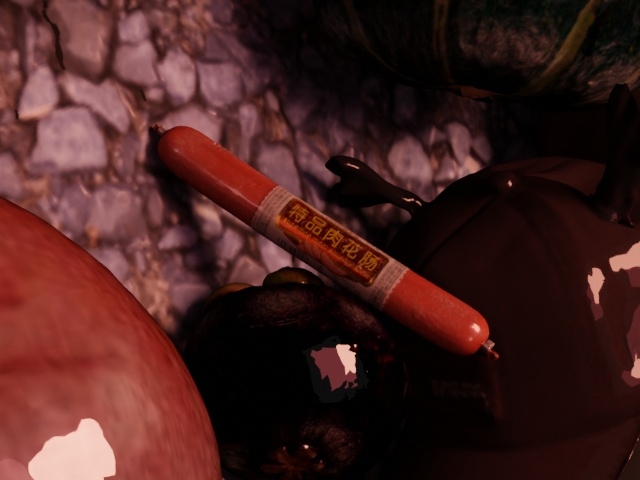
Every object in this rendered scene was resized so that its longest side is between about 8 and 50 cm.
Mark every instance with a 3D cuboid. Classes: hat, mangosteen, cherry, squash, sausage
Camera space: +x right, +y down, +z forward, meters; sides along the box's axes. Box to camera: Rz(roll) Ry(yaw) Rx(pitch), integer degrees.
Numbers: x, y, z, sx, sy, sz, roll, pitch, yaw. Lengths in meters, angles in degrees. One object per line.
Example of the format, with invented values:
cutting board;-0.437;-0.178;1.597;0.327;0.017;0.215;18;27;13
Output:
hat;0.103;0.040;0.919;0.336;0.238;0.209;-51;119;-31
mangosteen;-0.017;0.073;0.857;0.137;0.137;0.151;39;29;-34
cherry;-0.172;0.094;0.612;0.307;0.221;0.261;56;34;-1
squash;0.116;-0.178;0.968;0.252;0.252;0.165;10;92;-46
sausage;0.000;0.000;0.860;0.253;0.034;0.034;33;46;11

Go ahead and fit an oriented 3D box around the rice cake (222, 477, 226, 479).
rice cake;-0.059;0.156;0.821;0.222;0.080;0.042;45;77;-30

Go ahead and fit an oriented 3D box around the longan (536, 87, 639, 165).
longan;0.302;-0.118;1.124;0.243;0.300;0.300;27;61;-33

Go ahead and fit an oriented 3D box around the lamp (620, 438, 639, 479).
lamp;0.226;0.141;0.988;0.047;0.269;0.266;28;60;-31
